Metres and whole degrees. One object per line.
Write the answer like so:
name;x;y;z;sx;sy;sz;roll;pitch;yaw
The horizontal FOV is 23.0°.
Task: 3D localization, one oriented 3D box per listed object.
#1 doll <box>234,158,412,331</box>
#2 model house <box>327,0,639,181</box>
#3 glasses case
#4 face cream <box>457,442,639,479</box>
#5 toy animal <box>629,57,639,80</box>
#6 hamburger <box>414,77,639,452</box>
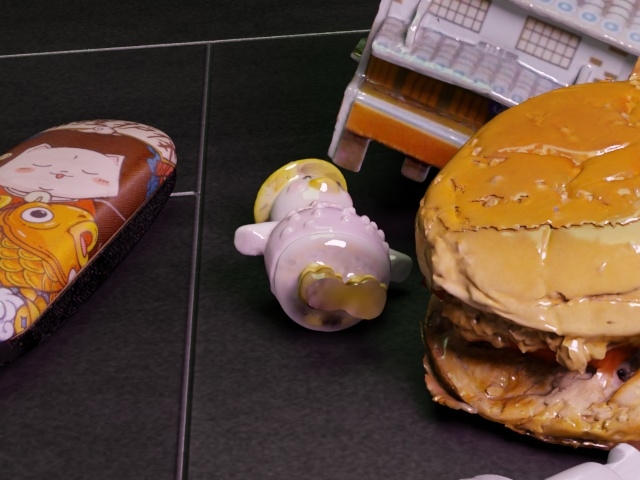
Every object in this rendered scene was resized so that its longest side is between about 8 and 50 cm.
doll;0.000;0.000;1.109;0.129;0.081;0.207;10;24;-14
model house;0.136;-0.149;1.171;0.224;0.215;0.198;24;32;6
glasses case;-0.209;-0.005;1.140;0.122;0.082;0.321;5;30;19
face cream;0.076;0.170;0.766;0.252;0.101;0.101;-24;34;-32
toy animal;0.273;-0.157;1.366;0.255;0.114;0.116;-4;-14;-9
hamburger;0.173;0.009;0.981;0.244;0.163;0.244;-2;30;1
